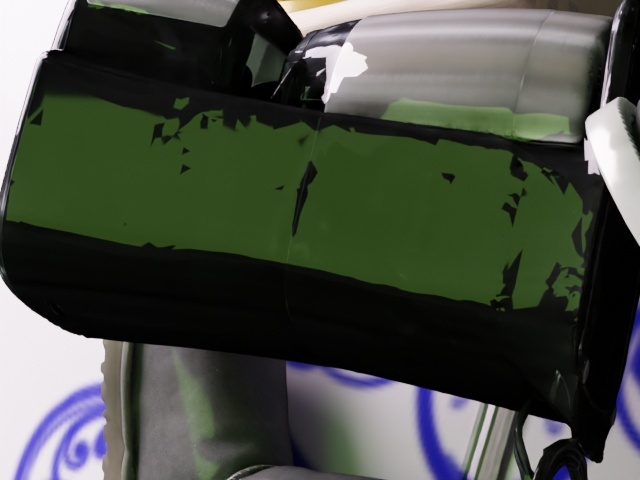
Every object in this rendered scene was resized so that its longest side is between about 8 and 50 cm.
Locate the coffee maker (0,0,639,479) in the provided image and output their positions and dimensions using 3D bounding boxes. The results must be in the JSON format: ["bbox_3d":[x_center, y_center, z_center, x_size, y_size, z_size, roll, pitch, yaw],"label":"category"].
[{"bbox_3d":[0.000,0.000,0.525,0.178,0.120,0.171,8,53,19],"label":"coffee maker"}]

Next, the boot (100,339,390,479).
[{"bbox_3d":[0.017,0.085,0.577,0.208,0.076,0.189,3,88,45],"label":"boot"}]

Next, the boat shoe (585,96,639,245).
[{"bbox_3d":[0.191,0.063,0.393,0.099,0.116,0.319,-46,69,15],"label":"boat shoe"}]

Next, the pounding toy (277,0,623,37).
[{"bbox_3d":[0.006,-0.139,0.657,0.206,0.094,0.181,-7,69,36],"label":"pounding toy"}]
